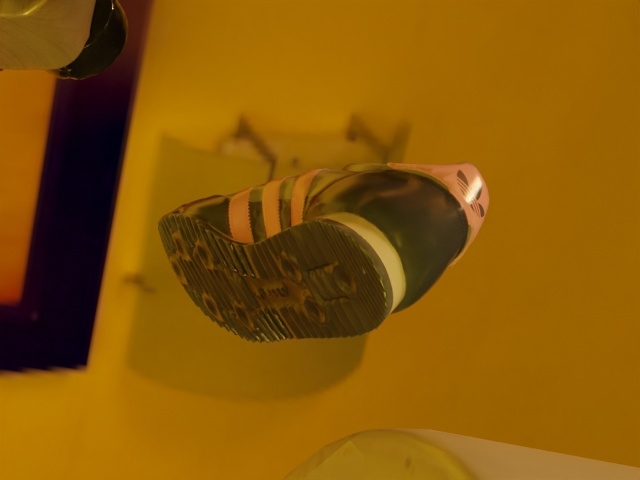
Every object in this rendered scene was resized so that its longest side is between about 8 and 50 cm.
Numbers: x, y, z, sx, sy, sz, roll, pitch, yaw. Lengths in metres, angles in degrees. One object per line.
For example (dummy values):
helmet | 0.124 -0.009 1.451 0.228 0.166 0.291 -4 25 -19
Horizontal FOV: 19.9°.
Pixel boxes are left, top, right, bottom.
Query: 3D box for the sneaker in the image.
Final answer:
sneaker | 0.000 0.000 1.295 0.131 0.112 0.319 -34 -161 -26

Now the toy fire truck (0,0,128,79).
toy fire truck | -0.227 -0.194 1.041 0.246 0.158 0.217 1 -113 13

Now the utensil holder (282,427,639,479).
utensil holder | 0.157 0.230 0.398 0.385 0.327 0.327 14 -155 -17
